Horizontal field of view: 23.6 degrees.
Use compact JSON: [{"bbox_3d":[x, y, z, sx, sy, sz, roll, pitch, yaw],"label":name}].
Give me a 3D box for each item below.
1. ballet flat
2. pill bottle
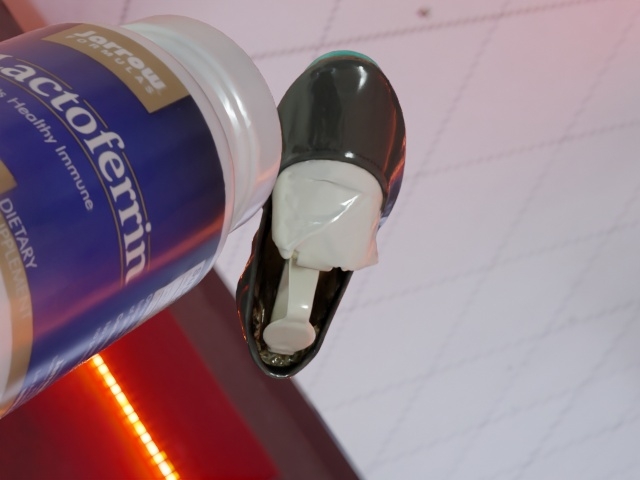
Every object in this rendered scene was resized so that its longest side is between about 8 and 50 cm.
[{"bbox_3d":[0.000,0.000,1.048,0.095,0.096,0.280,8,139,-6],"label":"ballet flat"},{"bbox_3d":[-0.135,-0.018,0.723,0.153,0.153,0.264,-57,169,33],"label":"pill bottle"}]
